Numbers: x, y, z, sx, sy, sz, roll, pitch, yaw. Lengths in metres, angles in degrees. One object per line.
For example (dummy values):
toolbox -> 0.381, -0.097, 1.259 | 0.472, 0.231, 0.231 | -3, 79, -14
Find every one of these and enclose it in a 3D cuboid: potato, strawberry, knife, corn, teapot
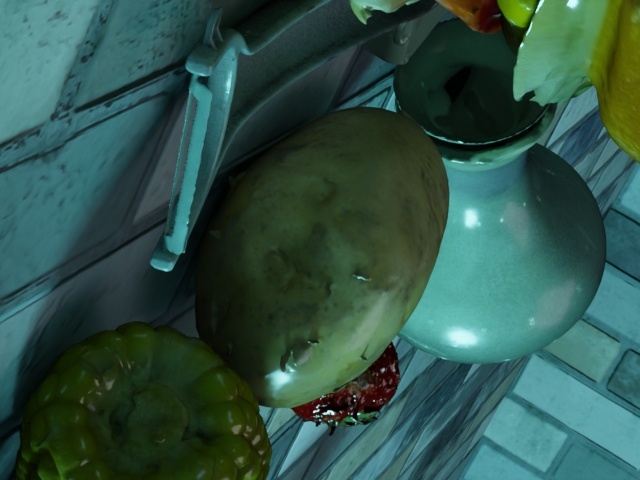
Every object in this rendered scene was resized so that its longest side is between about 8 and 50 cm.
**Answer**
potato -> 0.002, -0.003, 1.117 | 0.235, 0.128, 0.161 | -56, -175, -36
strawberry -> 0.010, 0.082, 1.419 | 0.106, 0.106, 0.106 | -55, 168, -17
knife -> -0.010, -0.099, 0.958 | 0.278, 0.053, 0.123 | -44, 158, -53
corn -> -0.100, 0.158, 1.073 | 0.131, 0.131, 0.344 | -52, 170, -27
teapot -> 0.110, -0.036, 1.372 | 0.183, 0.183, 0.251 | -53, 157, -25

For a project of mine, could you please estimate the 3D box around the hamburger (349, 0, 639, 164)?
hamburger -> 0.147, -0.209, 0.840 | 0.330, 0.250, 0.330 | -58, 169, -18

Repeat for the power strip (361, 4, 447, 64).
power strip -> 0.085, -0.183, 1.183 | 0.192, 0.035, 0.081 | -51, 166, -33
